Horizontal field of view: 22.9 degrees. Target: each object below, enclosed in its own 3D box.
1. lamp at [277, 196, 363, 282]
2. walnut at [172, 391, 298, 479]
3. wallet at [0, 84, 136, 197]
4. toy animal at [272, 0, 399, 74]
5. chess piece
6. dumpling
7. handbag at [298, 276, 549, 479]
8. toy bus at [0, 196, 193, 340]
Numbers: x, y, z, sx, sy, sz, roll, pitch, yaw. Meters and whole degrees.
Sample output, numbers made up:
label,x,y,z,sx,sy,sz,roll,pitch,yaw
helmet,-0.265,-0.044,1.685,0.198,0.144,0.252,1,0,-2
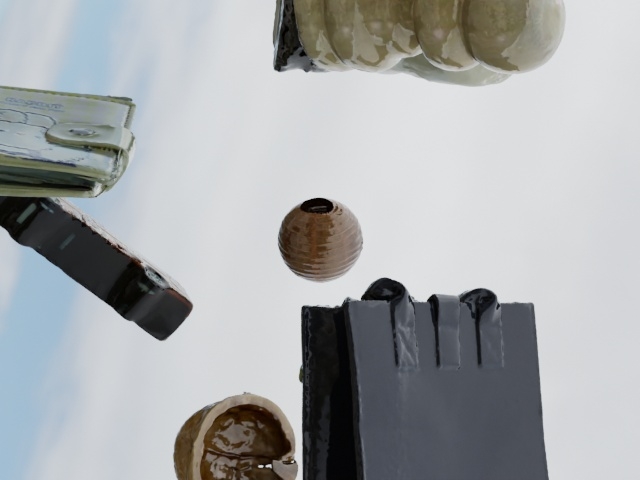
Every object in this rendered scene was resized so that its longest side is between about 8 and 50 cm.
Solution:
label,x,y,z,sx,sy,sz,roll,pitch,yaw
lamp,0.000,0.000,2.446,0.136,0.136,0.136,-162,-90,-73
walnut,-0.123,0.276,2.031,0.087,0.211,0.167,4,-105,40
wallet,-0.307,-0.100,1.643,0.309,0.223,0.077,-98,-162,-74
toy animal,0.053,-0.375,2.556,0.212,0.266,0.213,179,-90,-80
chess piece,0.115,-0.221,1.528,0.261,0.142,0.143,11,-98,33
dumpling,0.184,-0.252,1.931,0.162,0.250,0.132,89,-21,-50
handbag,0.112,0.206,1.701,0.122,0.303,0.329,-7,-97,46
toy bus,-0.373,0.008,2.443,0.093,0.409,0.092,-47,-156,8
